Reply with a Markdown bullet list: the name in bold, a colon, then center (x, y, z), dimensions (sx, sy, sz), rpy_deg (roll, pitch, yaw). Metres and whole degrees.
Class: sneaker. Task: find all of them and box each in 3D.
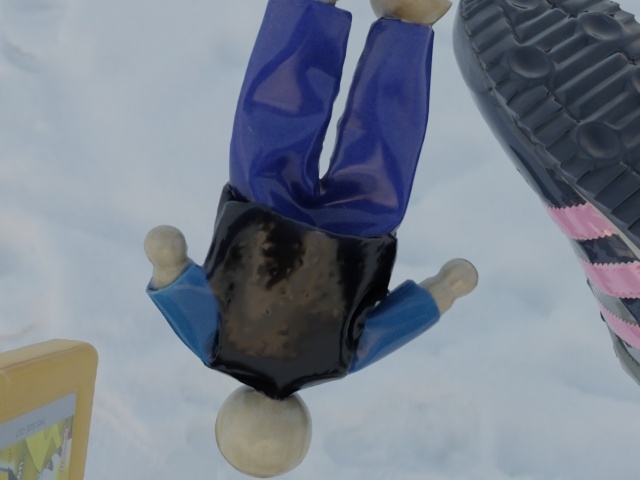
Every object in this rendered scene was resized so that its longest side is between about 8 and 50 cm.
- **sneaker**: center (0.160, 0.004, 0.549), dimensions (0.112, 0.131, 0.319), rpy_deg (-23, 67, -22)

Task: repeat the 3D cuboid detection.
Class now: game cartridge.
- **game cartridge**: center (-0.259, 0.232, 0.817), dimensions (0.053, 0.324, 0.285), rpy_deg (8, 92, 6)

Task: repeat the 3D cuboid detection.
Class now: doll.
- **doll**: center (0.000, 0.000, 0.395), dimensions (0.129, 0.189, 0.046), rpy_deg (12, 8, -21)
